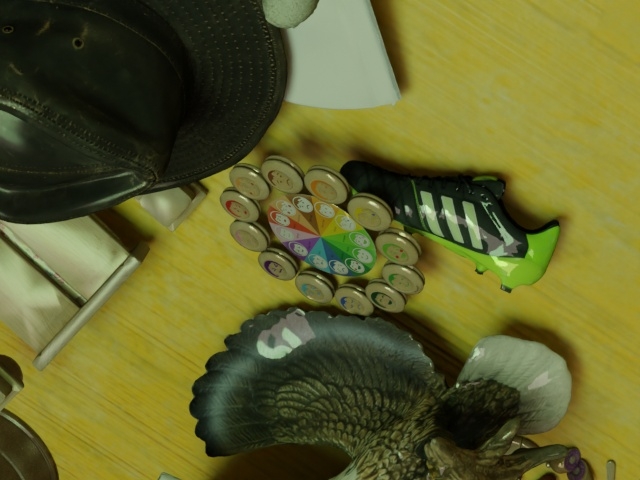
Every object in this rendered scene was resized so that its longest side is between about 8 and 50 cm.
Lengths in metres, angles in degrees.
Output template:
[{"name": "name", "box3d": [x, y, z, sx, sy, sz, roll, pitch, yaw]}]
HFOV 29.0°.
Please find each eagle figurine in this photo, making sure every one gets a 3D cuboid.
[{"name": "eagle figurine", "box3d": [0.047, 0.178, 1.039, 0.298, 0.225, 0.226, 6, 88, 59]}]

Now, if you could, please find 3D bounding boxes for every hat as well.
[{"name": "hat", "box3d": [-0.189, -0.094, 0.874, 0.331, 0.134, 0.331, -1, 137, -1]}]

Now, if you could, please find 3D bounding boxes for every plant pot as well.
[{"name": "plant pot", "box3d": [-0.381, 0.276, 1.264, 0.167, 0.165, 0.167, 10, 123, 15]}]

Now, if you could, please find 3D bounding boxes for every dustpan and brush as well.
[{"name": "dustpan and brush", "box3d": [-0.052, -0.160, 0.948, 0.211, 0.060, 0.147, -8, 129, 18]}]

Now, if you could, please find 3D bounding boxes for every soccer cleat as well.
[{"name": "soccer cleat", "box3d": [0.101, -0.028, 0.964, 0.179, 0.060, 0.072, 28, 105, 5]}]

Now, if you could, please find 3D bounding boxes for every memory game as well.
[{"name": "memory game", "box3d": [0.000, 0.000, 1.000, 0.186, 0.012, 0.186, 22, 148, 15]}]

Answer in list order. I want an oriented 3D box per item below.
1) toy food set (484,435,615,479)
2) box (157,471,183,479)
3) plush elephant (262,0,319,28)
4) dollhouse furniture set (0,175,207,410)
[{"name": "toy food set", "box3d": [0.195, 0.212, 1.085, 0.122, 0.019, 0.078, 6, 121, 18]}, {"name": "box", "box3d": [-0.035, 0.293, 1.092, 0.232, 0.058, 0.322, 25, 163, 5]}, {"name": "plush elephant", "box3d": [-0.007, -0.257, 0.743, 0.255, 0.272, 0.330, -35, 88, 31]}, {"name": "dollhouse furniture set", "box3d": [-0.324, -0.032, 1.129, 0.303, 0.174, 0.355, 44, 101, -7]}]
